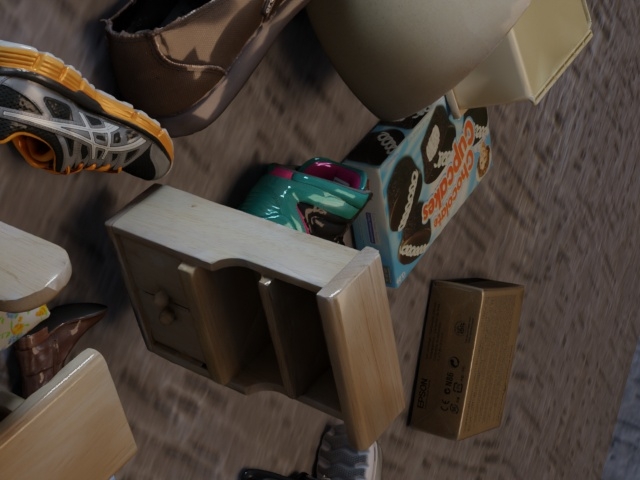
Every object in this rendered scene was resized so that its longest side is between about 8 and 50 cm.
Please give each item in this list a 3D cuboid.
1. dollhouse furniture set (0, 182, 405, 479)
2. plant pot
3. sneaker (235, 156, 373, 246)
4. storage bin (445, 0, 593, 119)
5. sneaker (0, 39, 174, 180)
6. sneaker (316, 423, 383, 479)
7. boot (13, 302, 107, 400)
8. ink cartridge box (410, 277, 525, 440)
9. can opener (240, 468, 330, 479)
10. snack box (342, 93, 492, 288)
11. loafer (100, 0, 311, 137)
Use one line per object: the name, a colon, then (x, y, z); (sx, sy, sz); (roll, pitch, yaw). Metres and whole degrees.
dollhouse furniture set: (-0.154, 0.151, 0.969); (0.394, 0.257, 0.362); (-43, 136, -35)
plant pot: (0.085, -0.299, 1.327); (0.191, 0.284, 0.284); (38, 61, -21)
sneaker: (0.000, 0.000, 1.400); (0.178, 0.124, 0.295); (-62, 148, -10)
storage bin: (0.243, -0.342, 1.641); (0.260, 0.123, 0.262); (-47, 124, -44)
sneaker: (-0.207, -0.090, 1.030); (0.215, 0.084, 0.083); (30, 76, -50)
sneaker: (0.040, 0.387, 1.622); (0.115, 0.105, 0.281); (27, 76, -61)
boot: (-0.231, 0.120, 1.103); (0.106, 0.037, 0.114); (-22, 118, -45)
ink cartridge box: (0.230, 0.178, 1.908); (0.193, 0.088, 0.234); (3, 97, -63)
can opener: (-0.035, 0.310, 1.506); (0.186, 0.059, 0.073); (41, 65, -59)
snack box: (0.140, -0.103, 1.669); (0.322, 0.060, 0.187); (-49, 139, -43)
loafer: (-0.076, -0.264, 1.139); (0.365, 0.134, 0.130); (-63, 148, -26)
